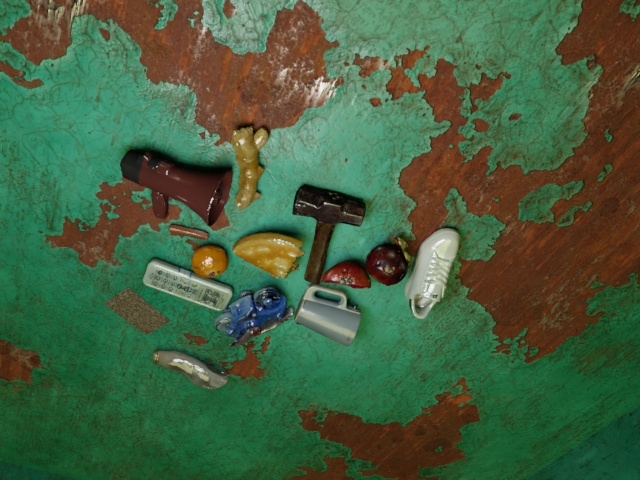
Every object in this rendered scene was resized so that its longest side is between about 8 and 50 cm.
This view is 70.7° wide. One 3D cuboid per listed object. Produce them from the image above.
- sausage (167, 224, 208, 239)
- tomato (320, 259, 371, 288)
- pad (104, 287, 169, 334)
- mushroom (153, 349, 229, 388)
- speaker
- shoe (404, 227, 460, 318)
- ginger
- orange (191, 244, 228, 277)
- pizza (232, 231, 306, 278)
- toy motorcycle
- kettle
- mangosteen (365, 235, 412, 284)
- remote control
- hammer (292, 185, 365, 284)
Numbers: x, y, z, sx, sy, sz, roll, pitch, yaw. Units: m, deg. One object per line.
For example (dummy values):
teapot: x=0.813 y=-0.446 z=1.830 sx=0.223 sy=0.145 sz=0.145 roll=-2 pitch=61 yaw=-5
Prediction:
sausage: x=-0.478 y=-0.029 z=1.634 sx=0.147 sy=0.035 sz=0.030 roll=15 pitch=144 yaw=-7
tomato: x=0.099 y=0.123 z=1.677 sx=0.189 sy=0.173 sz=0.099 roll=9 pitch=84 yaw=5
pad: x=-0.768 y=0.302 z=1.895 sx=0.158 sy=0.003 sz=0.235 roll=-30 pitch=119 yaw=21
mushroom: x=-0.585 y=0.575 z=2.036 sx=0.351 sy=0.097 sz=0.109 roll=29 pitch=119 yaw=-14
speaker: x=-0.466 y=-0.175 z=1.497 sx=0.329 sy=0.198 sz=0.259 roll=19 pitch=165 yaw=5
shoe: x=0.412 y=0.132 z=1.653 sx=0.131 sy=0.160 sz=0.363 roll=13 pitch=125 yaw=-10
ginger: x=-0.240 y=-0.230 z=1.466 sx=0.117 sy=0.065 sz=0.299 roll=2 pitch=127 yaw=-16
orange: x=-0.408 y=0.073 z=1.655 sx=0.135 sy=0.118 sz=0.135 roll=-23 pitch=165 yaw=-7
pizza: x=-0.165 y=0.052 z=1.637 sx=0.289 sy=0.081 sz=0.229 roll=-6 pitch=131 yaw=25
toy motorcycle: x=-0.259 y=0.282 z=1.798 sx=0.319 sy=0.241 sz=0.182 roll=-32 pitch=79 yaw=18
kettle: x=0.033 y=0.284 z=1.783 sx=0.243 sy=0.160 sz=0.211 roll=22 pitch=118 yaw=-7
mangosteen: x=0.254 y=0.076 z=1.626 sx=0.180 sy=0.166 sz=0.166 roll=-41 pitch=118 yaw=-3
remote control: x=-0.512 y=0.172 z=1.760 sx=0.335 sy=0.066 sz=0.128 roll=23 pitch=121 yaw=-14
hammer: x=0.000 y=0.000 z=1.626 sx=0.242 sy=0.095 sz=0.409 roll=10 pitch=130 yaw=-6
